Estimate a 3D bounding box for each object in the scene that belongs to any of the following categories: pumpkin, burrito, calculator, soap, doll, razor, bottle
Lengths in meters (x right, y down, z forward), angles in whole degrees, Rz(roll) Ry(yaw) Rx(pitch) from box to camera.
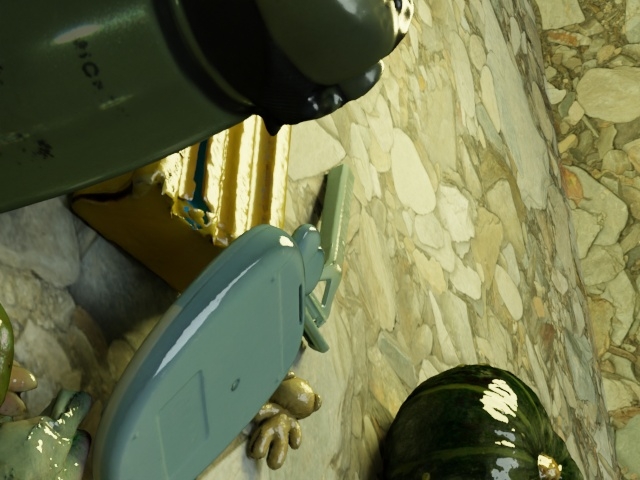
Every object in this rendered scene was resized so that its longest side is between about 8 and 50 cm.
[{"bbox_3d":[0.196,0.302,1.271,0.300,0.207,0.300,30,47,-39],"label":"pumpkin"},{"bbox_3d":[-0.209,0.201,0.618,0.309,0.066,0.096,-71,149,-51],"label":"burrito"},{"bbox_3d":[-0.078,0.093,0.847,0.303,0.042,0.188,-46,149,-36],"label":"calculator"},{"bbox_3d":[-0.114,-0.117,0.963,0.204,0.096,0.324,47,37,-46],"label":"soap"},{"bbox_3d":[-0.038,0.174,1.019,0.061,0.051,0.093,37,32,-11],"label":"doll"},{"bbox_3d":[0.010,-0.004,1.212,0.111,0.056,0.278,59,29,-29],"label":"razor"},{"bbox_3d":[-0.115,-0.128,0.664,0.168,0.347,0.168,41,42,-53],"label":"bottle"}]

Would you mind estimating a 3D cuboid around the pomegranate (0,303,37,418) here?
[{"bbox_3d":[-0.223,0.075,0.612,0.142,0.114,0.114,46,36,-59],"label":"pomegranate"}]
